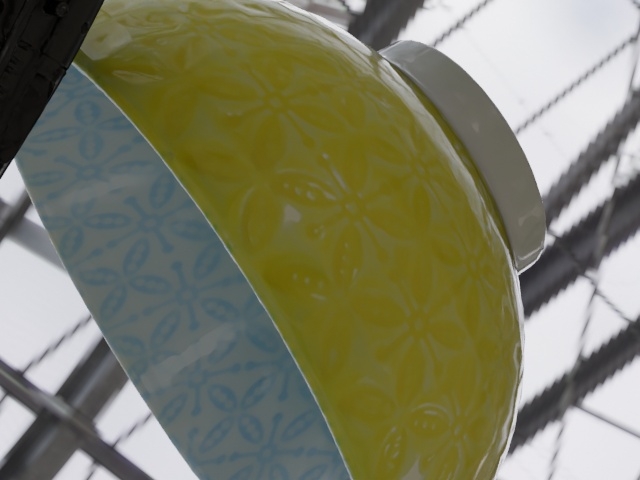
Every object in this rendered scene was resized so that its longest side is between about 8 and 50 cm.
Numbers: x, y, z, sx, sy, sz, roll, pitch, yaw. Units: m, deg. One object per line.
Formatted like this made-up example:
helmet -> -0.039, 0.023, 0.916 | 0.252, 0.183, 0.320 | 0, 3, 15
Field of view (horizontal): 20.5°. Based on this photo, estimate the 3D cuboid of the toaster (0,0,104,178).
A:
toaster -> -0.151, -0.111, 0.580 | 0.186, 0.110, 0.168 | 31, -95, -43

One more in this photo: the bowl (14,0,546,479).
bowl -> 0.000, 0.000, 0.753 | 0.156, 0.289, 0.289 | -33, -60, -18
